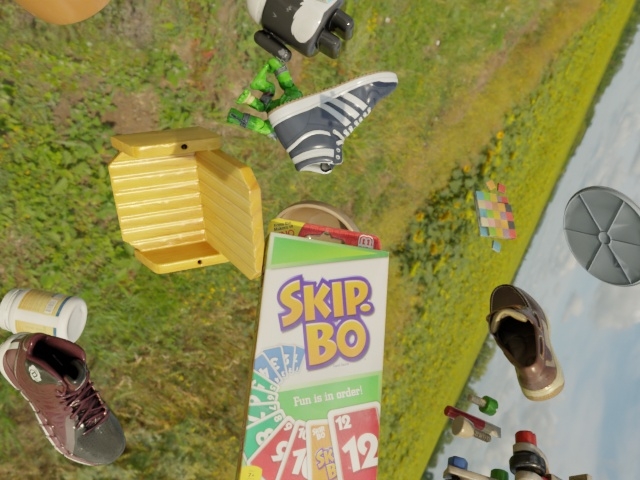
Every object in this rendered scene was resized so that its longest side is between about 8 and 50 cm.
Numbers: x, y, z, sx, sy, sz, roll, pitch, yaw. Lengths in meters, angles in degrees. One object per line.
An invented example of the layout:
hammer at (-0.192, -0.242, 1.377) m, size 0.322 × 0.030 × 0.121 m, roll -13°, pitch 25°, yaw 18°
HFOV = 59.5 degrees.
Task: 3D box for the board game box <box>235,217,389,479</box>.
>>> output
board game box at (-0.002, 0.105, 0.527) m, size 0.039 × 0.124 × 0.259 m, roll 131°, pitch -34°, yaw -66°

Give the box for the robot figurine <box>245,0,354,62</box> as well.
robot figurine at (-0.051, -0.565, 1.381) m, size 0.209 × 0.278 × 0.173 m, roll -55°, pitch 178°, yaw -38°

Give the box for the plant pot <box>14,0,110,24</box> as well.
plant pot at (-0.523, -0.559, 1.066) m, size 0.291 × 0.291 × 0.203 m, roll -61°, pitch 162°, yaw -15°

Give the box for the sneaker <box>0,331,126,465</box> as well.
sneaker at (-0.402, 0.261, 0.914) m, size 0.281 × 0.162 × 0.106 m, roll 54°, pitch 45°, yaw -16°

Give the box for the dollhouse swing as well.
dollhouse swing at (-0.329, -0.060, 1.364) m, size 0.315 × 0.305 × 0.346 m, roll -10°, pitch 121°, yaw -17°

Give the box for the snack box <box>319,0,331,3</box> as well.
snack box at (-0.093, -0.584, 1.075) m, size 0.060 × 0.322 × 0.187 m, roll -42°, pitch 140°, yaw -16°

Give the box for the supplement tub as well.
supplement tub at (-0.801, 0.217, 1.621) m, size 0.144 × 0.200 × 0.144 m, roll 11°, pitch 90°, yaw -88°

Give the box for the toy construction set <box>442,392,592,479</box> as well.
toy construction set at (0.372, 0.448, 1.044) m, size 0.257 × 0.237 × 0.309 m, roll -59°, pitch -165°, yaw 23°

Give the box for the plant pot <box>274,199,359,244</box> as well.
plant pot at (0.000, 0.000, 1.370) m, size 0.110 × 0.237 × 0.237 m, roll -54°, pitch 160°, yaw -57°

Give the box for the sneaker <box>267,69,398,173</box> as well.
sneaker at (0.049, -0.232, 1.127) m, size 0.282 × 0.153 × 0.099 m, roll -23°, pitch 179°, yaw -14°

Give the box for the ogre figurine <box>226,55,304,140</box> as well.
ogre figurine at (-0.108, -0.302, 1.218) m, size 0.097 × 0.118 × 0.197 m, roll -42°, pitch -162°, yaw 43°

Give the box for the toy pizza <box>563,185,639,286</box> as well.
toy pizza at (0.540, -0.009, 1.043) m, size 0.032 × 0.201 × 0.201 m, roll -23°, pitch 143°, yaw -20°

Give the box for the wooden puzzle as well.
wooden puzzle at (0.186, -0.027, 0.598) m, size 0.006 × 0.049 × 0.083 m, roll -31°, pitch -121°, yaw 56°

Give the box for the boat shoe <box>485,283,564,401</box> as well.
boat shoe at (0.436, 0.191, 1.244) m, size 0.123 × 0.123 × 0.342 m, roll 51°, pitch 24°, yaw -24°
